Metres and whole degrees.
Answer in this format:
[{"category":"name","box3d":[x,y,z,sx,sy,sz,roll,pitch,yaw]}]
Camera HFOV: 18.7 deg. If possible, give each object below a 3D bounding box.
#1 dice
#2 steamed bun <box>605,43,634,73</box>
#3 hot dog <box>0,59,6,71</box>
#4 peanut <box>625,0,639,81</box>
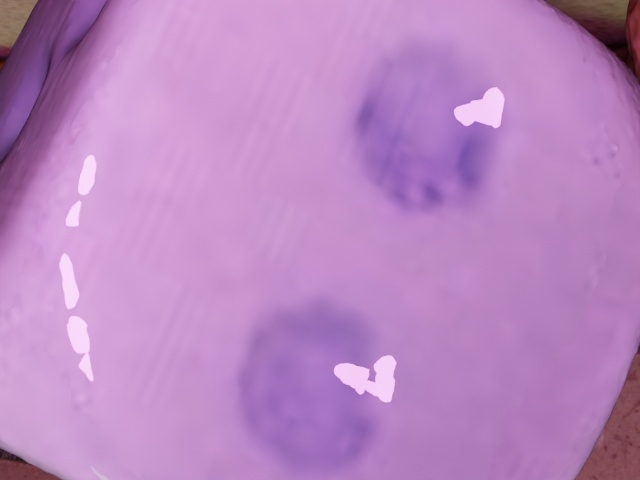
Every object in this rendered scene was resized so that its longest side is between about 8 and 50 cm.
[{"category":"dice","box3d":[-0.021,-0.001,0.882,0.265,0.262,0.268,26,176,-17]},{"category":"steamed bun","box3d":[0.130,-0.029,1.088,0.145,0.175,0.106,-7,138,49]},{"category":"hot dog","box3d":[-0.279,-0.104,1.422,0.286,0.061,0.088,7,172,27]},{"category":"peanut","box3d":[0.179,-0.096,0.844,0.089,0.089,0.193,8,178,2]}]
